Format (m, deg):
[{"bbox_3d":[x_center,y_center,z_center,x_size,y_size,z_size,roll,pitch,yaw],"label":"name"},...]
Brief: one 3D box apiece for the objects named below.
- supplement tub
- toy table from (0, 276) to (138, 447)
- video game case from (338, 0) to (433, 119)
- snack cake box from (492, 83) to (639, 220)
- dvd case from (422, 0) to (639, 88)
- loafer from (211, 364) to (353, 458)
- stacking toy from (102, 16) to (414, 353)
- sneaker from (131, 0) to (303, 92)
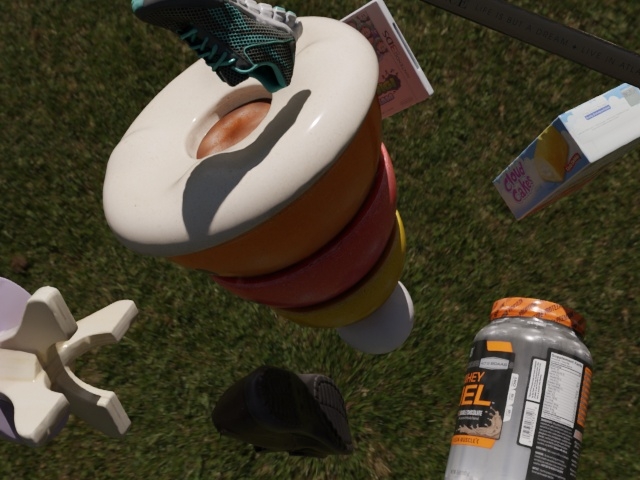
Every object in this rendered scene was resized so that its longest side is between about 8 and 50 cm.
[{"bbox_3d":[0.342,0.282,1.231,0.207,0.207,0.338,15,71,4],"label":"supplement tub"},{"bbox_3d":[-0.377,0.169,0.991,0.160,0.274,0.252,-3,45,23],"label":"toy table"},{"bbox_3d":[0.053,-0.228,0.981,0.143,0.157,0.019,57,41,-16],"label":"video game case"},{"bbox_3d":[0.415,-0.140,1.203,0.152,0.264,0.089,-27,78,-17],"label":"snack cake box"},{"bbox_3d":[0.138,-0.123,0.438,0.221,0.164,0.018,27,111,15],"label":"dvd case"},{"bbox_3d":[-0.058,0.293,1.220,0.130,0.366,0.134,-22,57,18],"label":"loafer"},{"bbox_3d":[0.000,0.000,0.921,0.350,0.480,0.351,-22,40,20],"label":"stacking toy"},{"bbox_3d":[-0.083,-0.174,0.633,0.166,0.065,0.076,5,81,-37],"label":"sneaker"}]
